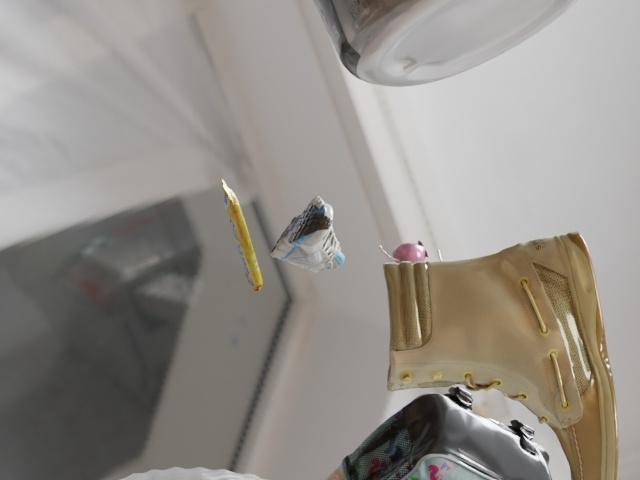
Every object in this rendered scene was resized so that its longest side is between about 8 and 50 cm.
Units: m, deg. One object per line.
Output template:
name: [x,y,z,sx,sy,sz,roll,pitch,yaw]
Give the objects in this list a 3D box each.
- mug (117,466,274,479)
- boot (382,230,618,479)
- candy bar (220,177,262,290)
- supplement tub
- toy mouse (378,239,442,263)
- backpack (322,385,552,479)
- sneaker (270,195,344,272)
mug: [-0.046,0.335,1.425,0.328,0.374,0.276,15,-105,50]
boot: [0.164,0.133,1.663,0.203,0.262,0.095,-8,178,-2]
candy bar: [-0.096,-0.004,2.215,0.018,0.161,0.040,-20,-141,-6]
supplement tub: [0.048,-0.284,1.272,0.194,0.316,0.193,-22,167,-6]
toy mouse: [0.150,0.040,2.384,0.031,0.161,0.143,-46,-175,33]
backpack: [0.114,0.311,1.954,0.253,0.225,0.191,-41,-145,33]
sneaker: [0.000,0.000,2.299,0.071,0.083,0.191,-59,-175,-14]
